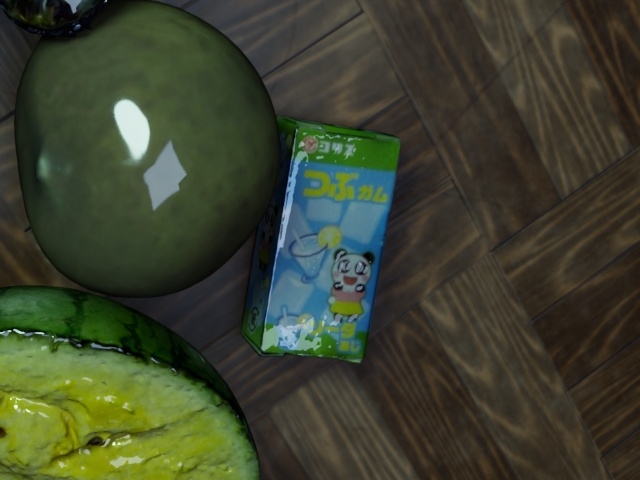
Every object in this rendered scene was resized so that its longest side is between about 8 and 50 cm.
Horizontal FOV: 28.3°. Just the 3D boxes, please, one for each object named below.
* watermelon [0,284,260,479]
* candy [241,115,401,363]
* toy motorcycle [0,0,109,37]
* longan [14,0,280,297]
[{"bbox_3d":[-0.217,0.144,0.930,0.331,0.189,0.330,-9,124,-13],"label":"watermelon"},{"bbox_3d":[0.000,0.000,1.058,0.097,0.062,0.194,7,99,-21],"label":"candy"},{"bbox_3d":[-0.103,-0.330,0.846,0.401,0.134,0.207,-43,86,2],"label":"toy motorcycle"},{"bbox_3d":[-0.126,-0.066,0.924,0.197,0.196,0.220,-2,74,-20],"label":"longan"}]
